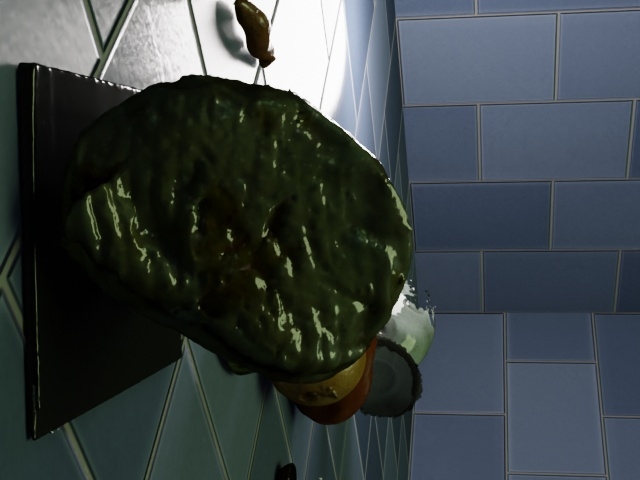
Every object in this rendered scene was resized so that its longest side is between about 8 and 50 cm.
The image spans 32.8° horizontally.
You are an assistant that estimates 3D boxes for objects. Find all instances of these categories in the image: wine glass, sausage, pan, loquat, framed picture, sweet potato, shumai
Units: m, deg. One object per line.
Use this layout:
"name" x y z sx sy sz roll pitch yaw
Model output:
"wine glass" 0.127 0.205 2.150 0.357 0.190 0.190 -59 147 -67
"sausage" 0.019 0.171 1.625 0.133 0.133 0.258 -77 170 -55
"pan" -0.045 0.369 1.567 0.068 0.023 0.115 -82 164 -46
"loquat" -0.006 0.161 1.475 0.141 0.141 0.141 0 90 -81
"framed picture" -0.167 -0.001 0.888 0.338 0.014 0.255 -20 110 -80
"sweet potato" -0.078 -0.253 1.364 0.179 0.044 0.044 59 32 -70
"shumai" -0.069 -0.013 0.818 0.189 0.256 0.218 -56 -166 -8

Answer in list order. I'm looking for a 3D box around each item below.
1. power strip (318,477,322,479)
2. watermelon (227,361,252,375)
"power strip" -0.007 0.471 1.723 0.030 0.047 0.191 80 13 -63
"watermelon" -0.076 0.091 1.323 0.119 0.063 0.245 66 23 -21
